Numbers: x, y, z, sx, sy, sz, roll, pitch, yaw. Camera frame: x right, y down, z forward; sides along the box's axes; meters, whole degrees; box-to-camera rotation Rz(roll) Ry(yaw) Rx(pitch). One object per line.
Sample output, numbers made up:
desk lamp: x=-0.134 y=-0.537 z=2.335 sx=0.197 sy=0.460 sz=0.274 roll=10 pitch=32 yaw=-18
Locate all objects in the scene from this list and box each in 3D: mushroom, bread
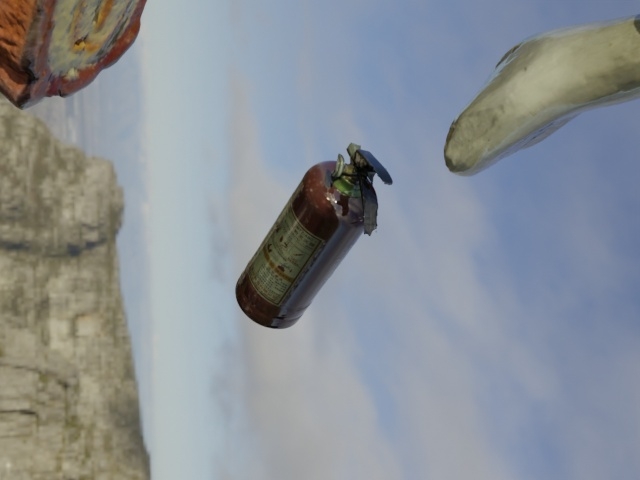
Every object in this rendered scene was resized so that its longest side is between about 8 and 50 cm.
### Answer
mushroom: x=0.277 y=-0.164 z=0.956 sx=0.329 sy=0.122 sz=0.159 roll=-22 pitch=-139 yaw=47
bread: x=-0.206 y=-0.253 z=0.796 sx=0.190 sy=0.123 sz=0.244 roll=-49 pitch=173 yaw=-50

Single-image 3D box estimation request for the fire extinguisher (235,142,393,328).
fire extinguisher: x=0.000 y=0.000 z=0.825 sx=0.231 sy=0.071 sz=0.099 roll=-53 pitch=-144 yaw=44
